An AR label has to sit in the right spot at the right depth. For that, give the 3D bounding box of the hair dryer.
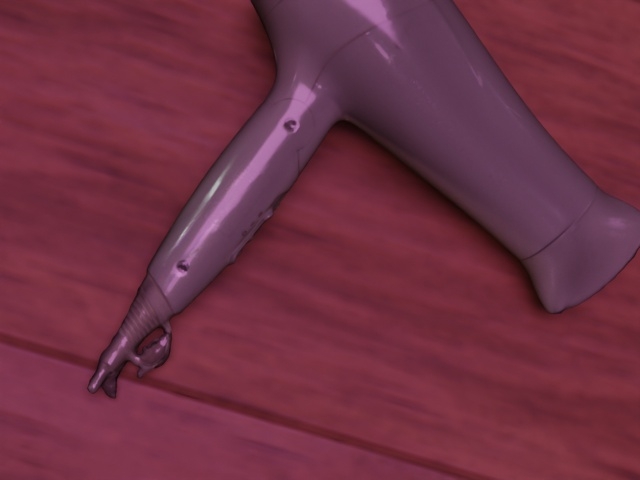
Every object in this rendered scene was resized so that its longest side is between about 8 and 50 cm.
[{"bbox_3d":[0.000,0.000,0.567,0.237,0.075,0.206,-43,96,-6],"label":"hair dryer"}]
